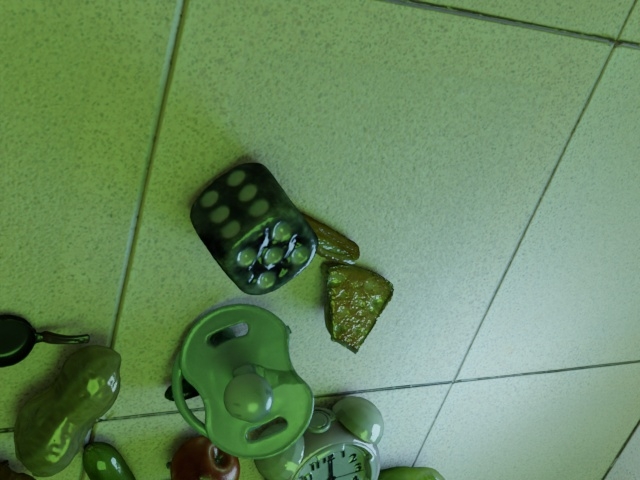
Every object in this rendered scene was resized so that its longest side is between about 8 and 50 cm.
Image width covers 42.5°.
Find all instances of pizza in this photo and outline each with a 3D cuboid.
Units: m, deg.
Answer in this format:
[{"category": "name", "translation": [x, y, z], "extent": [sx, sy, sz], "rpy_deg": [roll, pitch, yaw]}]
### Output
[{"category": "pizza", "translation": [0.051, 0.137, 1.864], "extent": [0.204, 0.081, 0.188], "rpy_deg": [32, 81, -32]}]

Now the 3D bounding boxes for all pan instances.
[{"category": "pan", "translation": [-0.546, 0.183, 1.557], "extent": [0.212, 0.040, 0.114], "rpy_deg": [-3, 124, -21]}]

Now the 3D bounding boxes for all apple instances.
[{"category": "apple", "translation": [-0.266, 0.533, 1.915], "extent": [0.163, 0.163, 0.139], "rpy_deg": [19, 124, -39]}]

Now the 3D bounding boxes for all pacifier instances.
[{"category": "pacifier", "translation": [-0.165, 0.309, 1.704], "extent": [0.288, 0.269, 0.343], "rpy_deg": [-24, 93, -4]}]

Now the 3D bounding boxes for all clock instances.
[{"category": "clock", "translation": [0.004, 0.568, 2.094], "extent": [0.342, 0.184, 0.325], "rpy_deg": [-20, 128, -23]}]

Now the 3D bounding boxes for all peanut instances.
[{"category": "peanut", "translation": [-0.502, 0.335, 1.640], "extent": [0.313, 0.149, 0.149], "rpy_deg": [-49, 133, 10]}]

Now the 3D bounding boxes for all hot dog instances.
[{"category": "hot dog", "translation": [0.000, 0.000, 1.740], "extent": [0.216, 0.047, 0.066], "rpy_deg": [26, 71, -42]}]

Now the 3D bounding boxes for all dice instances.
[{"category": "dice", "translation": [-0.125, -0.021, 1.555], "extent": [0.181, 0.182, 0.183], "rpy_deg": [-37, 136, -2]}]

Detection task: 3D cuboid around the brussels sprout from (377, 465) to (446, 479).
[{"category": "brussels sprout", "translation": [0.215, 0.801, 2.325], "extent": [0.371, 0.276, 0.314], "rpy_deg": [-32, 137, -6]}]

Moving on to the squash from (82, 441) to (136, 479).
[{"category": "squash", "translation": [-0.459, 0.570, 1.874], "extent": [0.095, 0.094, 0.340], "rpy_deg": [-22, 131, -15]}]

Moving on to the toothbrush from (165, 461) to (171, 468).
[{"category": "toothbrush", "translation": [-0.294, 0.561, 2.017], "extent": [0.194, 0.014, 0.017], "rpy_deg": [22, 111, -40]}]

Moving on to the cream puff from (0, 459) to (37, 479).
[{"category": "cream puff", "translation": [-0.699, 0.558, 1.677], "extent": [0.269, 0.155, 0.241], "rpy_deg": [-15, 129, -19]}]

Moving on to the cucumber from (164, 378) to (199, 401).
[{"category": "cucumber", "translation": [-0.216, 0.310, 1.846], "extent": [0.285, 0.056, 0.056], "rpy_deg": [-9, 128, -31]}]
